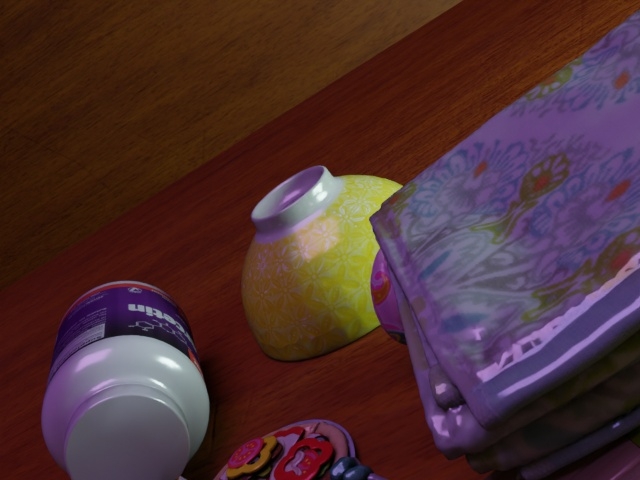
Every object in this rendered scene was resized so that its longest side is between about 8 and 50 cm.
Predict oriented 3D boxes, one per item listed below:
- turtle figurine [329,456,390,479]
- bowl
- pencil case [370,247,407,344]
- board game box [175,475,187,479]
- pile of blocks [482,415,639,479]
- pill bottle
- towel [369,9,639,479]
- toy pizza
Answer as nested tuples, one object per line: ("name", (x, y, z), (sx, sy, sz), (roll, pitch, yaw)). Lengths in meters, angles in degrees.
("turtle figurine", (0.026, 0.230, 0.497), (0.234, 0.118, 0.175), (-19, 66, 42))
("bowl", (0.000, 0.000, 1.002), (0.289, 0.156, 0.289), (-31, 20, 13))
("pencil case", (0.182, 0.025, 0.708), (0.284, 0.124, 0.124), (-17, 26, 40))
("board game box", (-0.164, 0.303, 0.712), (0.103, 0.026, 0.154), (-47, 14, 23))
("pile of blocks", (0.247, 0.084, 0.473), (0.362, 0.112, 0.149), (-50, 24, -22))
("pill bottle", (-0.231, 0.173, 0.934), (0.181, 0.181, 0.323), (-36, 20, -4))
("towel", (0.206, -0.046, 0.519), (0.374, 0.090, 0.320), (-36, 23, 11))
("toy pizza", (-0.057, 0.236, 0.727), (0.201, 0.032, 0.201), (-30, 20, 12))
